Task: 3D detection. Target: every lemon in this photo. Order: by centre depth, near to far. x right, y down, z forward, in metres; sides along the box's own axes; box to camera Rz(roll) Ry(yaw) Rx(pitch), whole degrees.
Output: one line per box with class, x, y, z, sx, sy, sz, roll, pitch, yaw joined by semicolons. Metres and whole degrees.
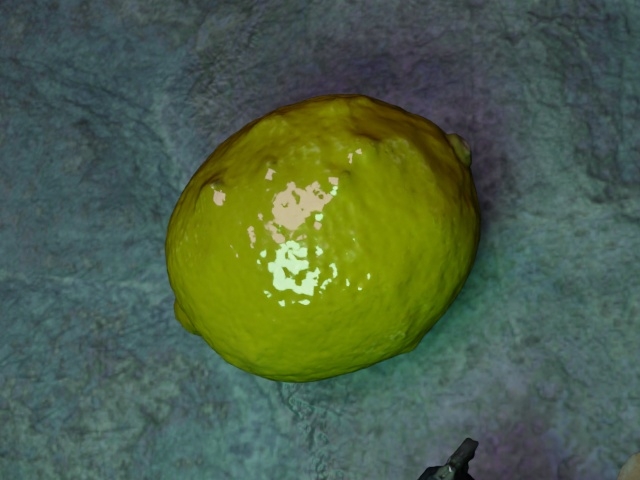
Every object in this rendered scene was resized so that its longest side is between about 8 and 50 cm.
lemon;0.000;0.000;1.090;0.288;0.233;0.233;-28;64;13

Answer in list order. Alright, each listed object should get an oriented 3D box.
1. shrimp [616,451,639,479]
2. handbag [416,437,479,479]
shrimp;0.326;0.201;0.990;0.219;0.046;0.152;-13;71;19
handbag;0.141;0.328;0.952;0.302;0.178;0.275;41;106;30
